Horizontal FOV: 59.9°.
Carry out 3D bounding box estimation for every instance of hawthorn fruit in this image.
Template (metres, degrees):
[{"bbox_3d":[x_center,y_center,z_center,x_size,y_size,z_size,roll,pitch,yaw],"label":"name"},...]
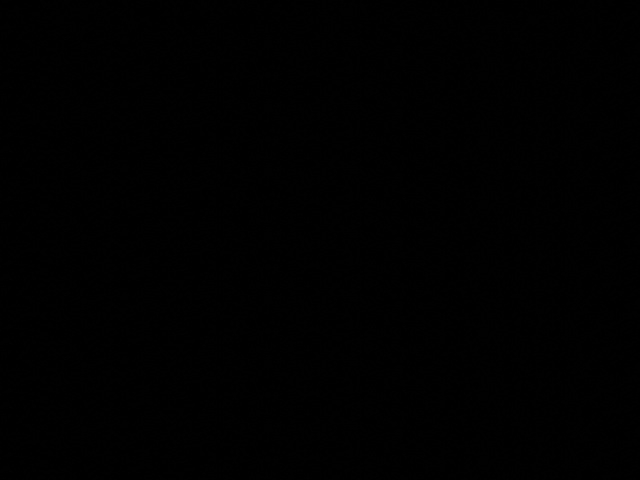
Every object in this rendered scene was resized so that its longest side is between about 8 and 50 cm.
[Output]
[{"bbox_3d":[0.000,0.000,0.194,0.472,0.473,0.470,-1,90,-78],"label":"hawthorn fruit"}]
